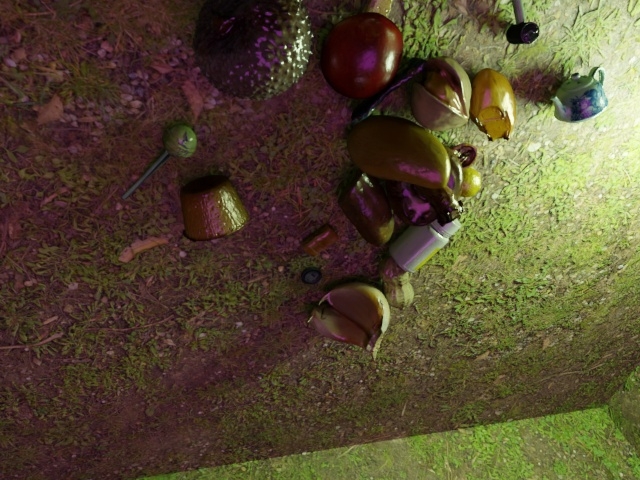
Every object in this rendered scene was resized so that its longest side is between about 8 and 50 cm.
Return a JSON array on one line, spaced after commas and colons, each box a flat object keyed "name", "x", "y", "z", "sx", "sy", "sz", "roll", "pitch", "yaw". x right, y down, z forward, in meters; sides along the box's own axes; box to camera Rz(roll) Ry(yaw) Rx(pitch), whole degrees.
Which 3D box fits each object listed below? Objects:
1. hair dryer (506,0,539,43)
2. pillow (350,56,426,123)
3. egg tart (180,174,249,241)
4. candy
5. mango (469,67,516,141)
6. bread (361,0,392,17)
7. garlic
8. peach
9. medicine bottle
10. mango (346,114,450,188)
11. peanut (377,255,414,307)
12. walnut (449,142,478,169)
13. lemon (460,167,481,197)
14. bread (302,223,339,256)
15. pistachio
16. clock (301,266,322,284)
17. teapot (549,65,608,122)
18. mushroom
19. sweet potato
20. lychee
[{"name": "hair dryer", "x": 0.557, "y": -0.655, "z": 1.399, "sx": 0.057, "sy": 0.100, "sz": 0.197, "roll": -20, "pitch": 113, "yaw": -1}, {"name": "pillow", "x": 0.187, "y": -0.428, "z": 1.407, "sx": 0.256, "sy": 0.189, "sz": 0.034, "roll": -37, "pitch": 104, "yaw": 17}, {"name": "egg tart", "x": -0.336, "y": -0.100, "z": 1.527, "sx": 0.215, "sy": 0.215, "sz": 0.170, "roll": -15, "pitch": 117, "yaw": -4}, {"name": "candy", "x": -0.488, "y": -0.218, "z": 1.462, "sx": 0.335, "sy": 0.092, "sz": 0.093, "roll": -35, "pitch": 167, "yaw": 24}, {"name": "mango", "x": 0.528, "y": -0.423, "z": 1.545, "sx": 0.154, "sy": 0.126, "sz": 0.252, "roll": -32, "pitch": 130, "yaw": 1}, {"name": "bread", "x": 0.153, "y": -0.626, "z": 1.322, "sx": 0.070, "sy": 0.035, "sz": 0.083, "roll": 9, "pitch": 120, "yaw": -24}, {"name": "garlic", "x": 0.125, "y": 0.310, "z": 1.995, "sx": 0.249, "sy": 0.313, "sz": 0.286, "roll": -48, "pitch": 154, "yaw": -35}, {"name": "peach", "x": 0.116, "y": -0.487, "z": 1.303, "sx": 0.243, "sy": 0.243, "sz": 0.199, "roll": -31, "pitch": 89, "yaw": 11}, {"name": "medicine bottle", "x": 0.387, "y": -0.009, "z": 1.849, "sx": 0.143, "sy": 0.143, "sz": 0.258, "roll": 26, "pitch": 118, "yaw": -33}, {"name": "mango", "x": 0.239, "y": -0.277, "z": 1.509, "sx": 0.332, "sy": 0.142, "sz": 0.195, "roll": 15, "pitch": 86, "yaw": 10}, {"name": "peanut", "x": 0.297, "y": 0.170, "z": 1.984, "sx": 0.120, "sy": 0.136, "sz": 0.298, "roll": 9, "pitch": 139, "yaw": 29}, {"name": "walnut", "x": 0.474, "y": -0.289, "z": 1.693, "sx": 0.121, "sy": 0.052, "sz": 0.091, "roll": -21, "pitch": 114, "yaw": 6}, {"name": "lemon", "x": 0.507, "y": -0.205, "z": 1.741, "sx": 0.133, "sy": 0.109, "sz": 0.109, "roll": 20, "pitch": 123, "yaw": -13}, {"name": "bread", "x": 0.000, "y": 0.000, "z": 1.799, "sx": 0.132, "sy": 0.053, "sz": 0.074, "roll": -34, "pitch": 131, "yaw": 11}, {"name": "pistachio", "x": 0.353, "y": -0.411, "z": 1.431, "sx": 0.187, "sy": 0.187, "sz": 0.299, "roll": -36, "pitch": 170, "yaw": 14}, {"name": "clock", "x": -0.035, "y": 0.137, "z": 1.930, "sx": 0.085, "sy": 0.017, "sz": 0.085, "roll": -8, "pitch": 131, "yaw": -10}, {"name": "teapot", "x": 0.831, "y": -0.472, "z": 1.591, "sx": 0.232, "sy": 0.159, "sz": 0.159, "roll": -36, "pitch": 133, "yaw": -12}, {"name": "mushroom", "x": 0.349, "y": -0.171, "z": 1.628, "sx": 0.263, "sy": 0.283, "sz": 0.195, "roll": -32, "pitch": 164, "yaw": 4}, {"name": "sweet potato", "x": 0.174, "y": -0.096, "z": 1.707, "sx": 0.158, "sy": 0.157, "sz": 0.369, "roll": -29, "pitch": 129, "yaw": 9}, {"name": "lychee", "x": -0.161, "y": -0.483, "z": 1.202, "sx": 0.300, "sy": 0.300, "sz": 0.300, "roll": -9, "pitch": 131, "yaw": -10}]
